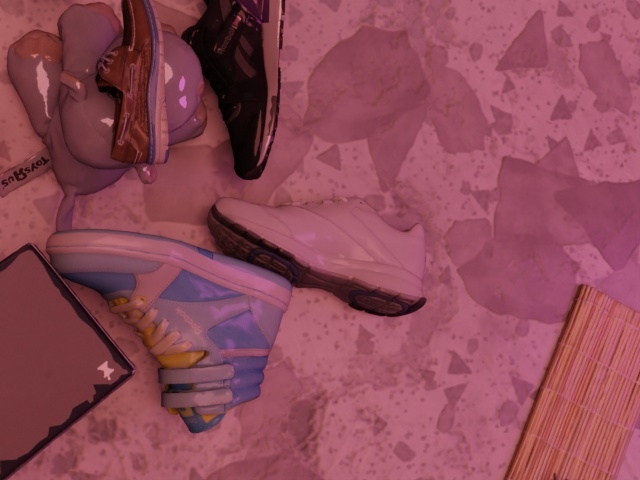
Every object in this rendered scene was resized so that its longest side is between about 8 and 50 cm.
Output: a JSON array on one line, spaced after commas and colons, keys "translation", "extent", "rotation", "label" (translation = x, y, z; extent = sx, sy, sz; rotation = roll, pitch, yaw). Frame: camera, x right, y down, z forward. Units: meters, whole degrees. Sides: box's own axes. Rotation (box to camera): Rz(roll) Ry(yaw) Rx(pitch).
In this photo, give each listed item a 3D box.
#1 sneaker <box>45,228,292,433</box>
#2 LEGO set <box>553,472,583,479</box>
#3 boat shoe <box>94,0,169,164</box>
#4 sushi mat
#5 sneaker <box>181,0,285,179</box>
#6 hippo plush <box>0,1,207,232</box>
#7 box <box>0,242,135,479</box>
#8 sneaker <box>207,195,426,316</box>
[{"translation": [-0.181, 0.110, 1.358], "extent": [0.319, 0.127, 0.208], "rotation": [17, 76, -32], "label": "sneaker"}, {"translation": [0.319, 0.341, 1.551], "extent": [0.083, 0.023, 0.054], "rotation": [-45, 98, -13], "label": "LEGO set"}, {"translation": [-0.196, -0.169, 1.202], "extent": [0.066, 0.066, 0.183], "rotation": [-5, 84, -19], "label": "boat shoe"}, {"translation": [0.364, 0.233, 1.593], "extent": [0.151, 0.019, 0.316], "rotation": [25, 80, -13], "label": "sushi mat"}, {"translation": [-0.114, -0.213, 1.460], "extent": [0.124, 0.107, 0.283], "rotation": [4, 76, -9], "label": "sneaker"}, {"translation": [-0.260, -0.164, 1.338], "extent": [0.294, 0.236, 0.234], "rotation": [-44, 98, -13], "label": "hippo plush"}, {"translation": [-0.376, 0.162, 1.258], "extent": [0.296, 0.294, 0.182], "rotation": [-40, 97, -14], "label": "box"}, {"translation": [0.000, 0.000, 1.481], "extent": [0.297, 0.111, 0.129], "rotation": [20, 65, -16], "label": "sneaker"}]
